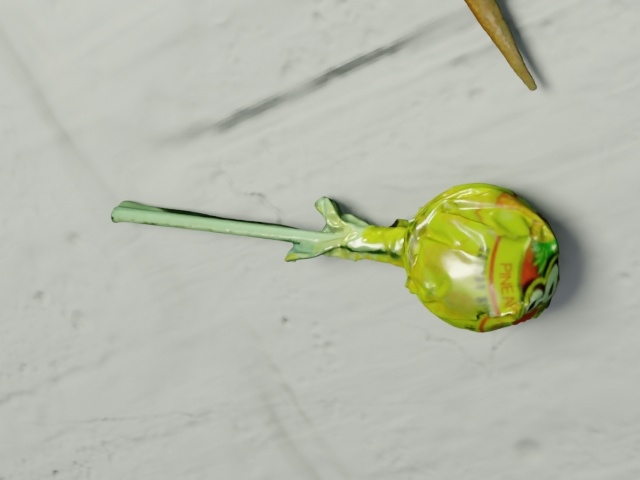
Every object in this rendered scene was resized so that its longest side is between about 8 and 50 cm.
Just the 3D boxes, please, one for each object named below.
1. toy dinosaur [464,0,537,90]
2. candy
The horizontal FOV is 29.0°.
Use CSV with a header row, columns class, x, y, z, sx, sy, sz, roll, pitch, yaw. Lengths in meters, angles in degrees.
class,x,y,z,sx,sy,sz,roll,pitch,yaw
toy dinosaur,0.045,-0.152,0.580,0.126,0.039,0.162,15,129,23
candy,0.001,-0.002,0.672,0.262,0.073,0.077,8,103,24
